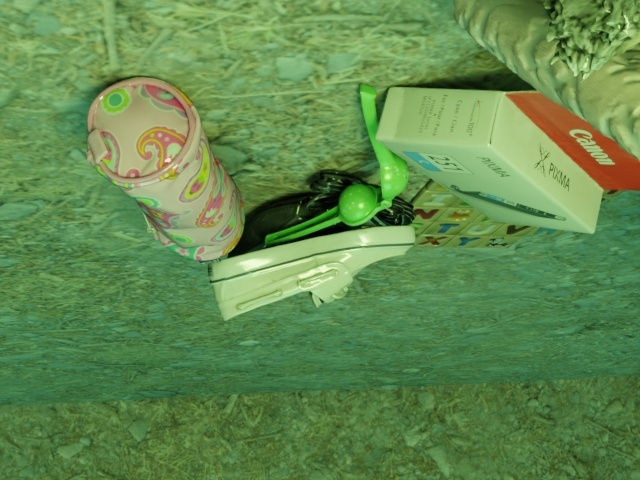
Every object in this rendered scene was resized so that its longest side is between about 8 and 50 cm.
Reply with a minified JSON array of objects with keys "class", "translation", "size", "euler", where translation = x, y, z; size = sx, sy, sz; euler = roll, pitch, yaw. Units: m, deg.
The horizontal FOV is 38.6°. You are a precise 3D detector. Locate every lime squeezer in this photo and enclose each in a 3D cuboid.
[{"class":"lime squeezer","translation":[0.036,-0.059,1.064],"size":[0.109,0.059,0.310],"euler":[0,150,-26]}]

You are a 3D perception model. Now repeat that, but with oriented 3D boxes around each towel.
[{"class":"towel","translation":[0.297,-0.116,0.664],"size":[0.316,0.332,0.053],"euler":[0,118,-18]}]

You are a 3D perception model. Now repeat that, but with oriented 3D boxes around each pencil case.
[{"class":"pencil case","translation":[-0.159,-0.064,0.990],"size":[0.124,0.124,0.284],"euler":[-5,162,3]}]

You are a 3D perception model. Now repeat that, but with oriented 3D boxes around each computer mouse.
[{"class":"computer mouse","translation":[-0.022,-0.020,1.244],"size":[0.272,0.072,0.188],"euler":[-32,147,31]}]

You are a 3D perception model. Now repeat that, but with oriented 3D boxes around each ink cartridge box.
[{"class":"ink cartridge box","translation":[0.245,-0.079,0.975],"size":[0.261,0.066,0.296],"euler":[8,169,38]}]

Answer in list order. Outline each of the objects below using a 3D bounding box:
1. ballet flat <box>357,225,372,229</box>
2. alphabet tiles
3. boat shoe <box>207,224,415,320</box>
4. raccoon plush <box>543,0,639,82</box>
[{"class":"ballet flat","translation":[0.000,0.000,1.354],"size":[0.173,0.049,0.057],"euler":[-10,133,2]},{"class":"alphabet tiles","translation":[0.262,-0.047,1.296],"size":[0.285,0.011,0.342],"euler":[2,160,-15]},{"class":"boat shoe","translation":[-0.005,0.041,1.153],"size":[0.267,0.088,0.096],"euler":[-12,179,-11]},{"class":"raccoon plush","translation":[0.260,-0.241,0.419],"size":[0.299,0.216,0.446],"euler":[-7,156,2]}]
